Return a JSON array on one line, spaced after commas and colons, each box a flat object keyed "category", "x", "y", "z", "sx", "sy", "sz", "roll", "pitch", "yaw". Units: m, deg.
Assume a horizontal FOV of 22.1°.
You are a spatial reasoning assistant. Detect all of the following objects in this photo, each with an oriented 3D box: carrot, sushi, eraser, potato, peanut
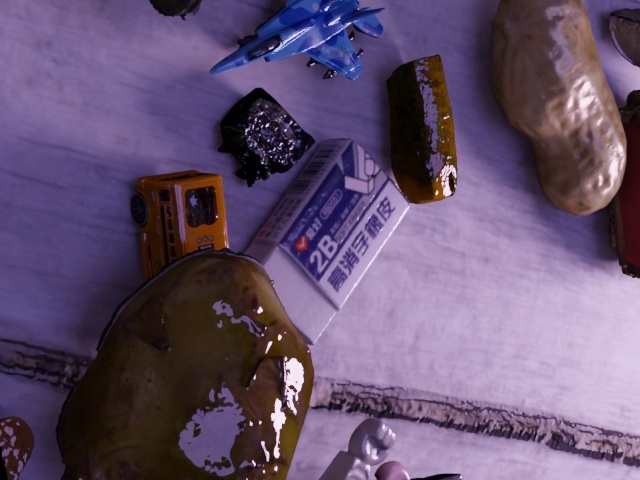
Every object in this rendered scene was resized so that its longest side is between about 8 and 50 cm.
[{"category": "carrot", "x": 0.119, "y": -0.131, "z": 1.942, "sx": 0.082, "sy": 0.082, "sz": 0.173, "roll": -9, "pitch": 91, "yaw": -36}, {"category": "sushi", "x": -0.068, "y": -0.112, "z": 1.814, "sx": 0.085, "sy": 0.056, "sz": 0.083, "roll": -49, "pitch": 119, "yaw": -26}, {"category": "eraser", "x": 0.000, "y": 0.000, "z": 1.864, "sx": 0.124, "sy": 0.068, "sz": 0.210, "roll": 48, "pitch": 65, "yaw": -31}, {"category": "potato", "x": 0.459, "y": -0.255, "z": 2.197, "sx": 0.172, "sy": 0.100, "sz": 0.089, "roll": 12, "pitch": 115, "yaw": -1}, {"category": "peanut", "x": 0.291, "y": -0.174, "z": 2.039, "sx": 0.147, "sy": 0.147, "sz": 0.319, "roll": -34, "pitch": 117, "yaw": -31}, {"category": "potato", "x": -0.108, "y": 0.178, "z": 1.654, "sx": 0.246, "sy": 0.196, "sz": 0.300, "roll": 24, "pitch": 102, "yaw": -42}]

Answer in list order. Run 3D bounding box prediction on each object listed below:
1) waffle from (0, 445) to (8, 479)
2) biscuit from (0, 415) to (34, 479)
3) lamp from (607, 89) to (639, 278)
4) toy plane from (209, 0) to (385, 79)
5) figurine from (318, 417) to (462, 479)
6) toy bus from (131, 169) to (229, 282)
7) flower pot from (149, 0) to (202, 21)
[{"category": "waffle", "x": -0.412, "y": 0.303, "z": 1.528, "sx": 0.274, "sy": 0.057, "sz": 0.168, "roll": -17, "pitch": 102, "yaw": -33}, {"category": "biscuit", "x": -0.398, "y": 0.273, "z": 1.594, "sx": 0.202, "sy": 0.044, "sz": 0.289, "roll": 42, "pitch": 67, "yaw": -28}, {"category": "lamp", "x": 0.463, "y": -0.069, "z": 2.151, "sx": 0.177, "sy": 0.177, "sz": 0.274, "roll": -12, "pitch": 102, "yaw": -36}, {"category": "toy plane", "x": -0.033, "y": -0.235, "z": 1.825, "sx": 0.246, "sy": 0.078, "sz": 0.169, "roll": -30, "pitch": 110, "yaw": -25}, {"category": "figurine", "x": 0.058, "y": 0.354, "z": 1.879, "sx": 0.308, "sy": 0.143, "sz": 0.308, "roll": -17, "pitch": 121, "yaw": -32}, {"category": "toy bus", "x": -0.141, "y": 0.025, "z": 1.746, "sx": 0.083, "sy": 0.088, "sz": 0.194, "roll": -11, "pitch": 100, "yaw": -35}, {"category": "flower pot", "x": -0.242, "y": -0.357, "z": 1.560, "sx": 0.259, "sy": 0.290, "sz": 0.290, "roll": -2, "pitch": 94, "yaw": -24}]
